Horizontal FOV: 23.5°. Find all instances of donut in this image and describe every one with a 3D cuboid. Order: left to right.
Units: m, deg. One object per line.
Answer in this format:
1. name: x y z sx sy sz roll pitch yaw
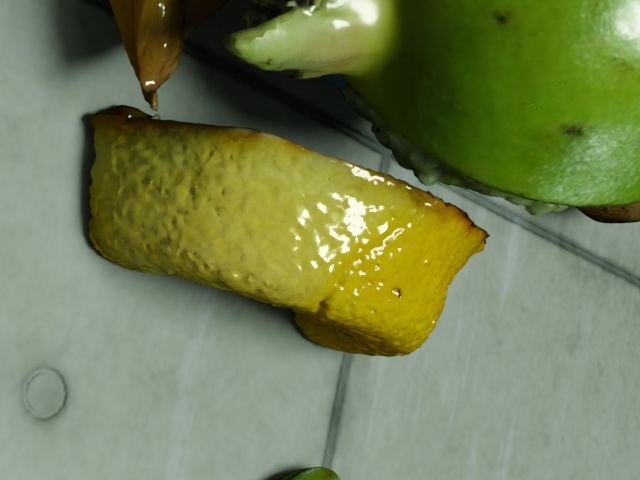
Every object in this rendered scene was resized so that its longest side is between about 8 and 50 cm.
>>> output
1. donut: -0.001 -0.001 0.882 0.259 0.152 0.101 25 77 -38

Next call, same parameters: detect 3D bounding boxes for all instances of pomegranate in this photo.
1. pomegranate: 0.090 -0.138 0.822 0.341 0.260 0.260 -6 92 -34

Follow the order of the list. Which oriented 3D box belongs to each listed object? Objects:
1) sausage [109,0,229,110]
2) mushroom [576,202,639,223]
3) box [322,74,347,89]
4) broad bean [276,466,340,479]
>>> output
1. sausage: -0.054 -0.214 0.872 0.112 0.112 0.328 39 62 -35
2. mushroom: 0.219 -0.125 1.110 0.138 0.194 0.231 24 70 6
3. box: 0.093 -0.191 1.032 0.143 0.083 0.232 28 68 -39
4. broad bean: -0.030 0.231 0.908 0.070 0.048 0.213 35 61 -36
